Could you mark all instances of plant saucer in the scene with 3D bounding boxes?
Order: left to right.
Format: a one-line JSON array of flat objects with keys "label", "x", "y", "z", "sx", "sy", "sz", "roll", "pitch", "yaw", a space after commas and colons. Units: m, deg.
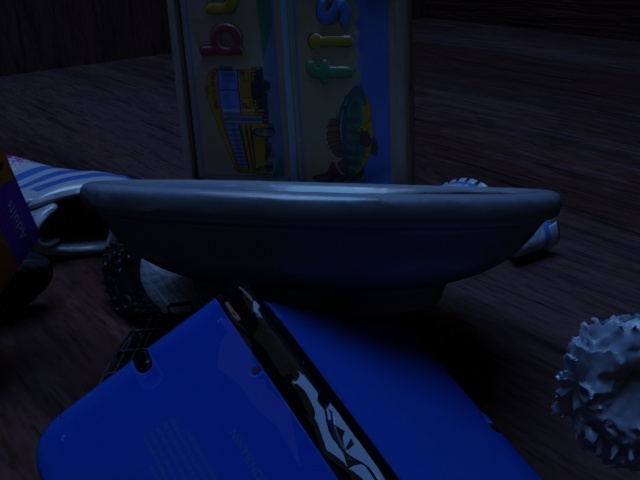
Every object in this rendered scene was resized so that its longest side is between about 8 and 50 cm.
[{"label": "plant saucer", "x": 0.000, "y": 0.000, "z": 0.756, "sx": 0.401, "sy": 0.100, "sz": 0.400, "roll": 1, "pitch": 4, "yaw": 0}]

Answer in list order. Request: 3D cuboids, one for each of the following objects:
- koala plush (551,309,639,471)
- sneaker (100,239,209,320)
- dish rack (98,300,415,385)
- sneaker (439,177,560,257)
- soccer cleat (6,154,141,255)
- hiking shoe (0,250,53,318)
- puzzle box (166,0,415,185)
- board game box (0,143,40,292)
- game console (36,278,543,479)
[{"label": "koala plush", "x": 0.215, "y": 0.115, "z": 0.423, "sx": 0.196, "sy": 0.221, "sz": 0.203, "roll": -24, "pitch": -5, "yaw": -32}, {"label": "sneaker", "x": -0.142, "y": 0.049, "z": 0.926, "sx": 0.237, "sy": 0.085, "sz": 0.086, "roll": 12, "pitch": 3, "yaw": 35}, {"label": "dish rack", "x": -0.044, "y": 0.116, "z": 0.742, "sx": 0.272, "sy": 0.074, "sz": 0.208, "roll": -3, "pitch": 20, "yaw": 4}, {"label": "sneaker", "x": 0.193, "y": -0.025, "z": 1.081, "sx": 0.083, "sy": 0.071, "sz": 0.191, "roll": -26, "pitch": 30, "yaw": -34}, {"label": "soccer cleat", "x": -0.381, "y": -0.043, "z": 1.130, "sx": 0.331, "sy": 0.116, "sz": 0.143, "roll": 2, "pitch": 21, "yaw": 12}, {"label": "hiking shoe", "x": -0.407, "y": 0.030, "z": 0.937, "sx": 0.227, "sy": 0.086, "sz": 0.114, "roll": -11, "pitch": 54, "yaw": -19}, {"label": "puzzle box", "x": -0.032, "y": -0.162, "z": 0.991, "sx": 0.272, "sy": 0.408, "sz": 0.052, "roll": 3, "pitch": 22, "yaw": 17}, {"label": "board game box", "x": -0.499, "y": -0.031, "z": 0.649, "sx": 0.357, "sy": 0.356, "sz": 0.356, "roll": 2, "pitch": 41, "yaw": 14}, {"label": "game console", "x": 0.010, "y": 0.177, "z": 0.528, "sx": 0.250, "sy": 0.173, "sz": 0.293, "roll": -37, "pitch": 48, "yaw": -5}]
